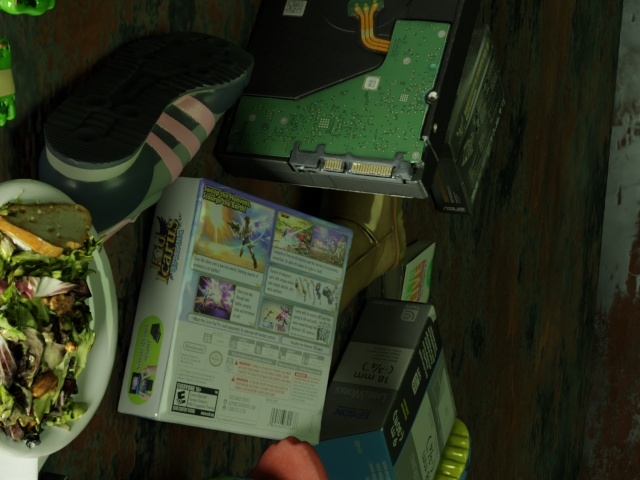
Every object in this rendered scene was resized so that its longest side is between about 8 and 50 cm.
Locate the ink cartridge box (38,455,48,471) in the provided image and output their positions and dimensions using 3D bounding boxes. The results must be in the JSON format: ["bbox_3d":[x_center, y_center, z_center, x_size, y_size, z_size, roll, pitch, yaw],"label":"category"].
[{"bbox_3d":[-0.254,0.127,1.373,0.135,0.056,0.099,-62,150,-42],"label":"ink cartridge box"}]

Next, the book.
[{"bbox_3d":[0.127,0.061,2.329,0.144,0.035,0.096,-31,129,-64],"label":"book"}]

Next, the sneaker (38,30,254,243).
[{"bbox_3d":[-0.166,-0.095,1.493,0.319,0.112,0.131,-44,153,-53],"label":"sneaker"}]

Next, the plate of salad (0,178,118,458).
[{"bbox_3d":[-0.199,0.055,1.147,0.200,0.048,0.200,11,78,-60],"label":"plate of salad"}]

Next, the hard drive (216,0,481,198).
[{"bbox_3d":[0.044,-0.216,1.761,0.064,0.237,0.339,56,45,-58],"label":"hard drive"}]

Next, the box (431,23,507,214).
[{"bbox_3d":[0.215,-0.183,2.429,0.183,0.056,0.231,64,39,-52],"label":"box"}]

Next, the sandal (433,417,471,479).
[{"bbox_3d":[0.133,0.401,2.346,0.317,0.126,0.138,-63,155,-23],"label":"sandal"}]

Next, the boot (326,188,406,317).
[{"bbox_3d":[0.000,0.000,1.889,0.269,0.089,0.236,-41,124,-43],"label":"boot"}]

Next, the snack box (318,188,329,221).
[{"bbox_3d":[0.038,-0.069,2.056,0.100,0.037,0.141,25,74,-65],"label":"snack box"}]

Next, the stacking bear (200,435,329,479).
[{"bbox_3d":[-0.118,0.308,1.588,0.289,0.175,0.164,0,61,-60],"label":"stacking bear"}]

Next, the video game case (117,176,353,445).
[{"bbox_3d":[-0.082,0.079,1.692,0.269,0.061,0.244,19,80,-52],"label":"video game case"}]

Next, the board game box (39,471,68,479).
[{"bbox_3d":[-0.251,0.323,1.482,0.126,0.026,0.186,-59,148,-45],"label":"board game box"}]

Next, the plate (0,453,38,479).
[{"bbox_3d":[-0.292,0.118,1.075,0.277,0.045,0.278,12,78,-58],"label":"plate"}]

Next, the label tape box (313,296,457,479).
[{"bbox_3d":[0.076,0.280,2.167,0.240,0.106,0.334,74,31,-43],"label":"label tape box"}]

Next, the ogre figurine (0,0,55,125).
[{"bbox_3d":[-0.269,-0.156,1.169,0.097,0.118,0.197,38,63,-69],"label":"ogre figurine"}]
